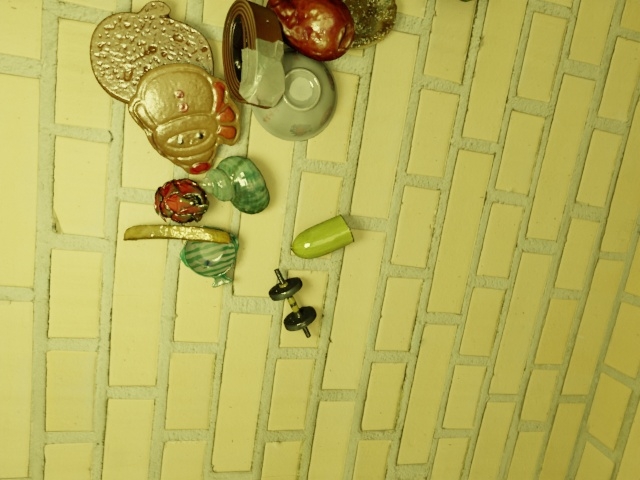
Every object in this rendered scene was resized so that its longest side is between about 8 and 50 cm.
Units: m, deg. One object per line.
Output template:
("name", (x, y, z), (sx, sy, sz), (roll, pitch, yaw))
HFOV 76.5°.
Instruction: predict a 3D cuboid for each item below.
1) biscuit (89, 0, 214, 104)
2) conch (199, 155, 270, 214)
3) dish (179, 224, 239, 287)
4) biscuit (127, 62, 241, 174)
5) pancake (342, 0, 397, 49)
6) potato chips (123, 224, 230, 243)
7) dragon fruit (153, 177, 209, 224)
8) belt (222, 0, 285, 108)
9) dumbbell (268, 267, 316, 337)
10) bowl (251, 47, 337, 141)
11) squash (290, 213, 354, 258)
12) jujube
("biscuit", (-0.567, -0.628, 1.391), (0.395, 0.070, 0.350), (9, 104, -17))
("conch", (-0.310, -0.205, 1.502), (0.277, 0.195, 0.220), (0, 131, -39))
("dish", (-0.418, 0.052, 1.567), (0.224, 0.078, 0.246), (-18, 104, -8))
("biscuit", (-0.461, -0.417, 1.424), (0.359, 0.074, 0.381), (-16, 116, -13))
("pancake", (0.114, -0.889, 1.504), (0.356, 0.065, 0.355), (-2, 101, -13))
("potato chips", (-0.533, -0.025, 1.469), (0.407, 0.080, 0.057), (2, 76, 4))
("dragon fruit", (-0.497, -0.141, 1.461), (0.189, 0.182, 0.182), (7, 100, -16))
("belt", (-0.224, -0.619, 1.368), (0.122, 0.217, 0.338), (-8, 95, -45))
("dumbbell", (-0.112, 0.257, 1.645), (0.143, 0.143, 0.325), (-26, 106, -7))
("bowl", (-0.084, -0.539, 1.482), (0.346, 0.157, 0.345), (-2, 102, -12))
("squash", (0.000, 0.000, 1.629), (0.247, 0.132, 0.132), (-24, 106, -5))
("jujube", (-0.037, -0.743, 1.386), (0.318, 0.223, 0.223), (33, 93, 19))
